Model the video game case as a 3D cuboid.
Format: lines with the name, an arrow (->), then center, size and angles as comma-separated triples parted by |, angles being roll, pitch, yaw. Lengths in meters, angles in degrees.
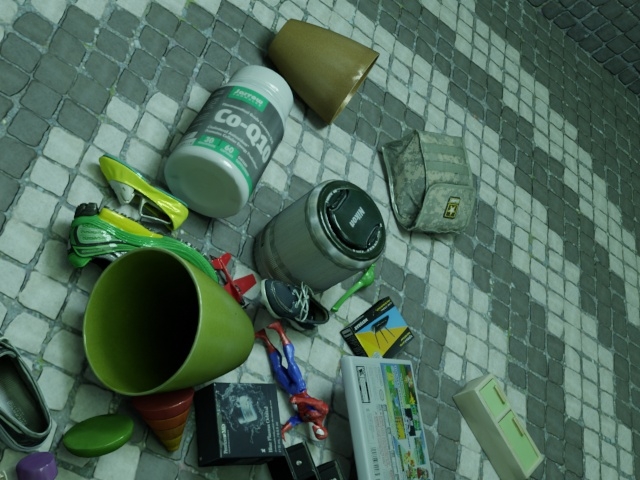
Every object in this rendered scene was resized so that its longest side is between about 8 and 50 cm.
video game case -> 0.159, 0.438, 1.923 | 0.300, 0.036, 0.328 | 15, 61, -55

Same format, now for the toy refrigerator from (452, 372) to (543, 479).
toy refrigerator -> 0.475, 0.499, 2.194 | 0.102, 0.094, 0.269 | -28, 86, -45

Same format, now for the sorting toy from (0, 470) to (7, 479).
sorting toy -> -0.563, 0.439, 1.379 | 0.083, 0.045, 0.075 | -19, 88, -45

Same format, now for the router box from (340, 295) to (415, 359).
router box -> 0.147, 0.239, 2.087 | 0.179, 0.046, 0.133 | -33, 91, -45

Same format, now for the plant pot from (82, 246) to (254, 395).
plant pot -> -0.264, 0.175, 1.630 | 0.294, 0.275, 0.274 | 25, 49, -60

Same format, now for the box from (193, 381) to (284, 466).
box -> -0.170, 0.381, 1.708 | 0.158, 0.093, 0.155 | 8, 62, -36

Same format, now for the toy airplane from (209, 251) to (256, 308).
toy airplane -> -0.206, 0.090, 1.879 | 0.151, 0.028, 0.151 | 18, 58, -32

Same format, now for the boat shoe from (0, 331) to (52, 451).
boat shoe -> -0.569, 0.212, 1.436 | 0.335, 0.119, 0.121 | 52, 46, -3

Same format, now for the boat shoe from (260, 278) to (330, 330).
boat shoe -> -0.055, 0.145, 1.868 | 0.254, 0.079, 0.095 | 47, 36, -54

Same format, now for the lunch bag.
lunch bag -> 0.323, -0.157, 2.373 | 0.235, 0.169, 0.286 | 2, 74, -44

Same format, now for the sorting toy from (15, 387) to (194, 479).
sorting toy -> -0.382, 0.394, 1.537 | 0.366, 0.127, 0.126 | -24, 113, -43

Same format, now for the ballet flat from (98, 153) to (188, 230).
ballet flat -> -0.393, -0.097, 1.795 | 0.231, 0.077, 0.077 | 35, 66, -24

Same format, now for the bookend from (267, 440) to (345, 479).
bookend -> -0.021, 0.499, 1.785 | 0.157, 0.072, 0.156 | -11, 74, -44

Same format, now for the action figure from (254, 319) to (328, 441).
action figure -> -0.078, 0.329, 1.816 | 0.139, 0.091, 0.280 | -28, 86, -54

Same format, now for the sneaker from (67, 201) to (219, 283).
sneaker -> -0.368, 0.053, 1.713 | 0.344, 0.134, 0.146 | 25, 71, -28

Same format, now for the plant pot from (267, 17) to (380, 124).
plant pot -> -0.009, -0.482, 2.241 | 0.254, 0.237, 0.237 | 35, 47, -2

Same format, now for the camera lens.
camera lens -> 0.000, 0.000, 1.929 | 0.220, 0.274, 0.219 | 20, 56, -32

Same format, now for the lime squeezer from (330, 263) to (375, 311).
lime squeezer -> 0.089, 0.057, 2.145 | 0.110, 0.058, 0.310 | 8, 60, -4

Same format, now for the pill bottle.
pill bottle -> -0.203, -0.242, 1.938 | 0.204, 0.204, 0.361 | 39, 47, -18
